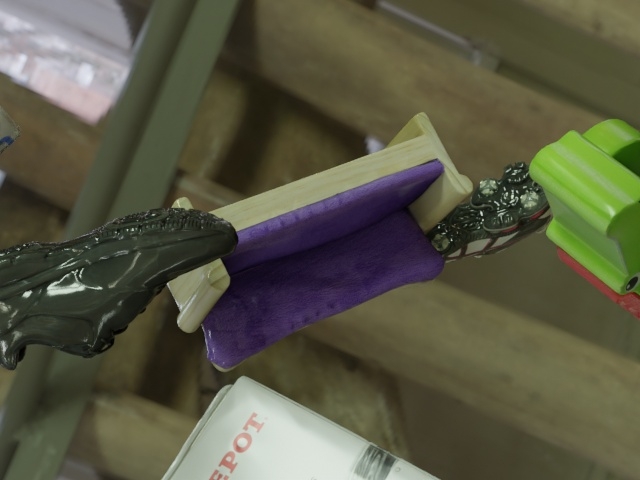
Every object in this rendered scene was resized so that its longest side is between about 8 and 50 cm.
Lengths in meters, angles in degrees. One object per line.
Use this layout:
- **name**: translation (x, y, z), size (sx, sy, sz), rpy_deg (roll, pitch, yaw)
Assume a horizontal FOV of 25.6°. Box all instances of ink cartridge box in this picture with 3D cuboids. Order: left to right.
- **ink cartridge box**: translation (0.020, 0.349, 1.317), size (0.285, 0.395, 0.166), rpy_deg (-56, -24, -18)

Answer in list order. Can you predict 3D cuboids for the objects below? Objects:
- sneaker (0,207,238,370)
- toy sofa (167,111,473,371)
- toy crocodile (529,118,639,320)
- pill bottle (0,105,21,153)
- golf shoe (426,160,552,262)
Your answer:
- **sneaker**: translation (-0.214, 0.047, 1.412), size (0.109, 0.286, 0.130), rpy_deg (-62, -44, -78)
- **toy sofa**: translation (0.000, 0.000, 1.655), size (0.363, 0.177, 0.150), rpy_deg (-21, -14, -27)
- **toy crocodile**: translation (0.213, 0.010, 0.879), size (0.105, 0.115, 0.340), rpy_deg (-53, -28, 9)
- **pill bottle**: translation (-0.287, -0.059, 0.994), size (0.137, 0.078, 0.078), rpy_deg (-42, 7, -7)
- **golf shoe**: translation (0.181, -0.005, 1.874), size (0.120, 0.273, 0.105), rpy_deg (57, -162, -58)
